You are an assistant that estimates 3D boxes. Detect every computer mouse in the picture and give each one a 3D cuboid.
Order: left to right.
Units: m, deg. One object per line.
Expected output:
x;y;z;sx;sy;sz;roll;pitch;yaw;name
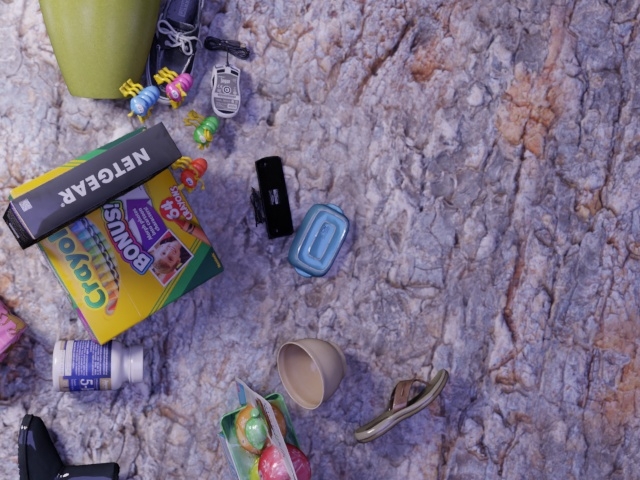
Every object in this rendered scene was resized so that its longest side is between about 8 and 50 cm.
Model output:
-0.219;-0.369;1.739;0.106;0.042;0.193;6;78;-18;computer mouse

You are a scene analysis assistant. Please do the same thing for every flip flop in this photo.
0.192;0.387;1.832;0.277;0.112;0.080;-32;83;-5;flip flop

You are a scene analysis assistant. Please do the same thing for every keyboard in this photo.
-0.125;-0.099;1.785;0.100;0.038;0.192;-12;93;-35;keyboard

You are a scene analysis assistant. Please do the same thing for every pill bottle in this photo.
-0.484;0.273;1.664;0.186;0.112;0.112;0;91;-12;pill bottle

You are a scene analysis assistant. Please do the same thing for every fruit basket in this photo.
-0.111;0.474;1.630;0.165;0.353;0.327;-20;96;-12;fruit basket

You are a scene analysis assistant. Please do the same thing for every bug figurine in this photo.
-0.301;-0.249;1.629;0.279;0.072;0.216;59;37;-33;bug figurine

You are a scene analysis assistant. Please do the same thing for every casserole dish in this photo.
0.000;0.000;1.806;0.114;0.037;0.189;27;84;-12;casserole dish

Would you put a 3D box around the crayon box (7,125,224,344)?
-0.433;-0.013;1.631;0.313;0.106;0.363;-33;101;-26;crayon box

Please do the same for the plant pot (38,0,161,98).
-0.464;-0.453;1.598;0.274;0.275;0.294;0;107;-13;plant pot

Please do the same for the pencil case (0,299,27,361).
-0.796;0.118;1.570;0.386;0.167;0.160;45;39;-10;pencil case

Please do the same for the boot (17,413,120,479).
-0.546;0.494;1.662;0.207;0.094;0.247;-1;98;-9;boot

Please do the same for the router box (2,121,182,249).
-0.438;-0.100;1.443;0.308;0.243;0.081;-34;100;-25;router box

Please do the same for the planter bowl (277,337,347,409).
-0.008;0.295;1.761;0.109;0.162;0.162;-20;96;-37;planter bowl

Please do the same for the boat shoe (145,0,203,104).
-0.315;-0.457;1.689;0.113;0.105;0.307;19;87;-12;boat shoe
